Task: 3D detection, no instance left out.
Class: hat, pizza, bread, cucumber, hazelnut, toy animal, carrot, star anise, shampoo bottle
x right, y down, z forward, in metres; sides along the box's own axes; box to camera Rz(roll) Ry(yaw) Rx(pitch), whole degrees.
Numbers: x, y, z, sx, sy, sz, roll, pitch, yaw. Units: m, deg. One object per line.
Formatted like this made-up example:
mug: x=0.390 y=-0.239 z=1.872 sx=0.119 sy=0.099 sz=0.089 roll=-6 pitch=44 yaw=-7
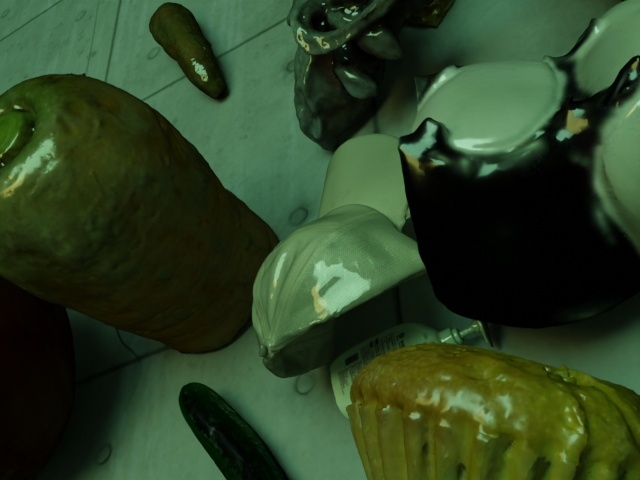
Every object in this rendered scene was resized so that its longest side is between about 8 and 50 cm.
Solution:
hat: x=0.000 y=0.000 z=0.785 sx=0.219 sy=0.164 sz=0.225 roll=-52 pitch=44 yaw=48
pizza: x=0.130 y=-0.327 z=1.062 sx=0.175 sy=0.046 sz=0.134 roll=-33 pitch=44 yaw=14
bread: x=0.126 y=0.147 z=0.571 sx=0.240 sy=0.240 sz=0.139 roll=8 pitch=76 yaw=42
cucumber: x=-0.063 y=0.224 z=0.790 sx=0.056 sy=0.056 sz=0.284 roll=-46 pitch=47 yaw=0
hazelnut: x=-0.470 y=0.126 z=0.954 sx=0.421 sy=0.420 sz=0.352 roll=-11 pitch=35 yaw=33
toy animal: x=0.235 y=-0.064 z=0.655 sx=0.310 sy=0.251 sz=0.250 roll=-10 pitch=53 yaw=20
carrot: x=-0.203 y=-0.018 z=0.880 sx=0.224 sy=0.341 sz=0.224 roll=-18 pitch=53 yaw=25
star anise: x=0.035 y=-0.282 z=0.965 sx=0.316 sy=0.139 sz=0.359 roll=30 pitch=107 yaw=60
shampoo bottle: x=0.083 y=0.106 z=0.767 sx=0.152 sy=0.045 sz=0.077 roll=-32 pitch=42 yaw=18

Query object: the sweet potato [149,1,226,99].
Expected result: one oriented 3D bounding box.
sweet potato: x=-0.204 y=-0.299 z=1.290 sx=0.075 sy=0.075 sz=0.273 roll=-42 pitch=43 yaw=5
